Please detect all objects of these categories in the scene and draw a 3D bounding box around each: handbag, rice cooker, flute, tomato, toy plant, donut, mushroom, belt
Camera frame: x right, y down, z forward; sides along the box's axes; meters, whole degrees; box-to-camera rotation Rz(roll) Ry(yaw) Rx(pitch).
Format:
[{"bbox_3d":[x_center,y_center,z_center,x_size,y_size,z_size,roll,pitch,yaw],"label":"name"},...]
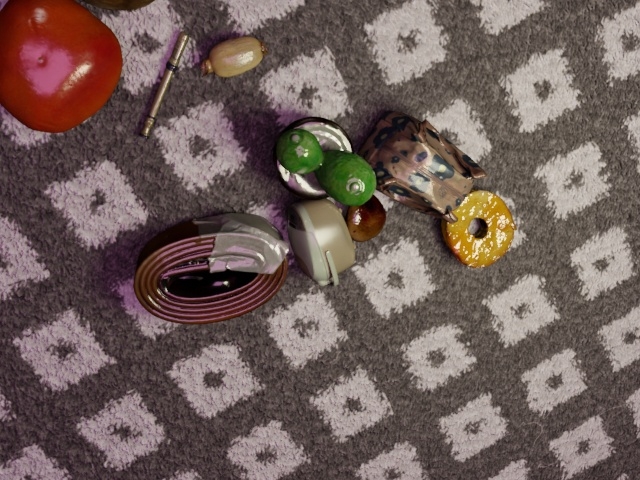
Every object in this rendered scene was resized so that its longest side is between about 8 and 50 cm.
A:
[{"bbox_3d":[0.224,-0.154,1.461,0.251,0.193,0.190,28,102,-18],"label":"handbag"},{"bbox_3d":[0.000,0.000,1.484,0.127,0.145,0.206,-29,115,-13],"label":"rice cooker"},{"bbox_3d":[-0.323,-0.320,1.376,0.027,0.027,0.233,22,101,-18],"label":"flute"},{"bbox_3d":[-0.508,-0.334,1.249,0.260,0.180,0.259,-2,99,-15],"label":"tomato"},{"bbox_3d":[-0.001,-0.161,1.386,0.218,0.235,0.175,26,100,-19],"label":"toy plant"},{"bbox_3d":[0.368,-0.034,1.593,0.174,0.074,0.190,-44,111,2],"label":"donut"},{"bbox_3d":[0.105,-0.051,1.521,0.123,0.052,0.123,-17,115,-41],"label":"mushroom"},{"bbox_3d":[-0.234,0.058,1.463,0.339,0.122,0.217,-12,111,-7],"label":"belt"}]

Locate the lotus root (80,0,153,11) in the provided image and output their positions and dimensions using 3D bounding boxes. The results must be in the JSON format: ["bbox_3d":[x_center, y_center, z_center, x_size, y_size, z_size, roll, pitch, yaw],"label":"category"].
[{"bbox_3d":[-0.381,-0.563,1.217,0.272,0.192,0.272,-4,104,-18],"label":"lotus root"}]

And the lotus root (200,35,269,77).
[{"bbox_3d":[-0.179,-0.377,1.371,0.150,0.062,0.073,-21,110,-7],"label":"lotus root"}]
